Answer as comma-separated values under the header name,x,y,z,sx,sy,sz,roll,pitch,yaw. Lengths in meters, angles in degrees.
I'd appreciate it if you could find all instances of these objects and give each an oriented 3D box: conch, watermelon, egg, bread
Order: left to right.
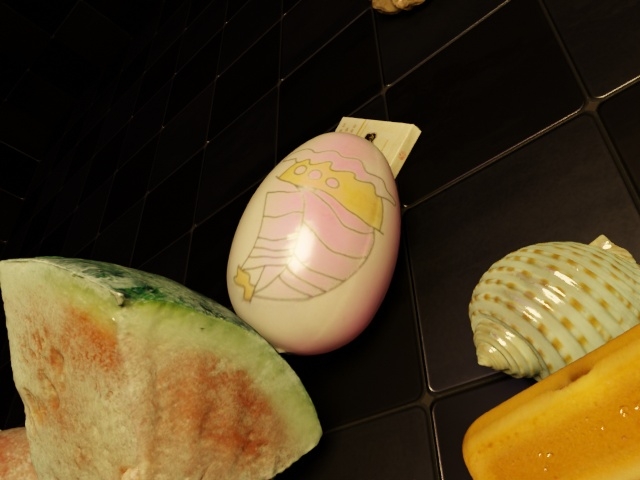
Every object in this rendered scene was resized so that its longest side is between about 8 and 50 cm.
name,x,y,z,sx,sy,sz,roll,pitch,yaw
watermelon,-0.169,0.182,0.552,0.228,0.387,0.258,13,62,41
egg,0.000,0.000,0.645,0.196,0.196,0.271,21,84,53
conch,0.199,0.059,0.456,0.153,0.102,0.135,-48,52,12
bread,0.209,0.123,0.380,0.239,0.073,0.093,-47,59,34

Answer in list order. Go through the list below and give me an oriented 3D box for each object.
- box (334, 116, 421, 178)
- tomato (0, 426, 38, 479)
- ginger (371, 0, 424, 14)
name,x,y,z,sx,sy,sz,roll,pitch,yaw
box,0.066,-0.136,0.809,0.167,0.024,0.090,25,84,53
tomato,-0.381,0.377,0.714,0.316,0.316,0.283,-36,60,27
ginger,0.143,-0.428,0.894,0.213,0.074,0.138,-7,50,42
